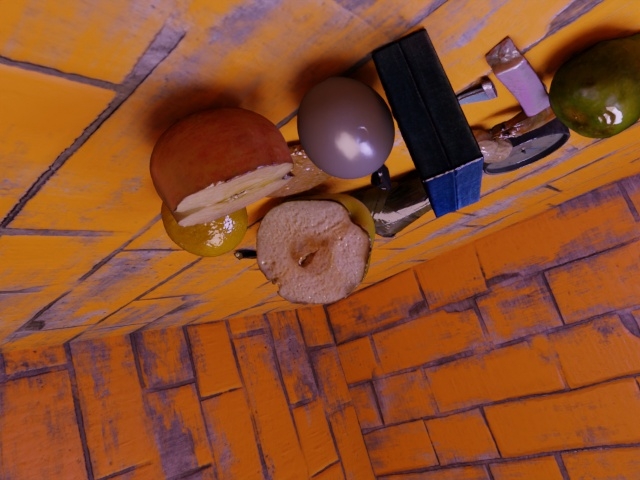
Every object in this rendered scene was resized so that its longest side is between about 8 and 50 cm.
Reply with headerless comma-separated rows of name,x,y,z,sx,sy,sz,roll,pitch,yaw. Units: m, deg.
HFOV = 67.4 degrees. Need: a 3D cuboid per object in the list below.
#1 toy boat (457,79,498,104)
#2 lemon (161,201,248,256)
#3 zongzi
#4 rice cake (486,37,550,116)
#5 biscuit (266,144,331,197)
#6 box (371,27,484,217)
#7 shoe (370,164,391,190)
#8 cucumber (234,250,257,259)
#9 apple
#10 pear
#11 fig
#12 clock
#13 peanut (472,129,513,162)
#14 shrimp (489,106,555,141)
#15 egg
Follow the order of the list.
toy boat,0.340,-0.327,1.104,0.122,0.034,0.096,-16,168,29
lemon,-0.261,-0.055,1.090,0.187,0.187,0.244,-20,160,10
zongzi,0.200,-0.137,1.477,0.300,0.138,0.286,21,135,-36
rice cake,0.456,-0.353,1.075,0.073,0.056,0.365,-28,162,30
biscuit,-0.066,-0.171,1.176,0.254,0.035,0.254,-18,166,-5
box,0.213,-0.205,0.921,0.116,0.261,0.279,-23,165,11
shoe,0.166,-0.182,1.364,0.053,0.062,0.159,-8,169,15
cucumber,-0.265,0.052,1.772,0.033,0.034,0.135,-42,160,26
apple,-0.183,-0.149,0.872,0.251,0.163,0.293,-25,179,-14
pear,0.000,0.000,1.438,0.386,0.340,0.191,-35,-170,32
fig,0.649,-0.370,1.064,0.275,0.206,0.206,-51,166,-5
clock,0.641,-0.292,1.514,0.280,0.055,0.280,-16,165,-4
peanut,0.458,-0.263,1.338,0.214,0.090,0.098,-7,164,-40
shrimp,0.552,-0.318,1.294,0.249,0.068,0.150,-20,165,-23
egg,0.045,-0.208,0.891,0.176,0.176,0.232,-24,158,22
